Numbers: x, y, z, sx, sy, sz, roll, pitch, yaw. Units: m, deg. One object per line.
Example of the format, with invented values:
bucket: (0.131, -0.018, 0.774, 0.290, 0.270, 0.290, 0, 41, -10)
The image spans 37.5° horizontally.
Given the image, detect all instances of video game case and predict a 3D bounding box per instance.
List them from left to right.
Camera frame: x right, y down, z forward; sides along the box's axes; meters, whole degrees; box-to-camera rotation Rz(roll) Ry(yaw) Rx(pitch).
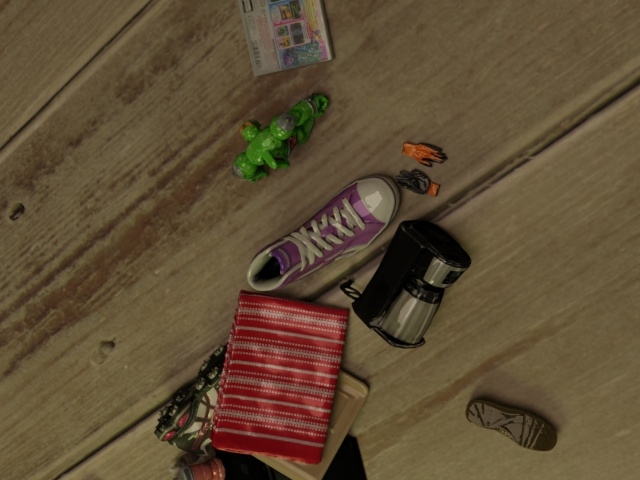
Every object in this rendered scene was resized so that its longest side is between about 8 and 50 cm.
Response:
video game case: (-0.059, -0.359, 1.540, 0.143, 0.019, 0.157, -8, 99, 23)

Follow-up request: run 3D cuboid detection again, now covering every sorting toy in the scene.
sorting toy: (-0.042, 0.302, 1.661, 0.193, 0.038, 0.208, 28, 87, 14)

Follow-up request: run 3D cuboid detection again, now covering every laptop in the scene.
laptop: (-0.044, 0.480, 1.749, 0.264, 0.137, 0.234, -5, 102, 49)

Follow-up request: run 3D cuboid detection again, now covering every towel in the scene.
towel: (-0.071, 0.236, 1.615, 0.199, 0.031, 0.274, 11, 88, 0)

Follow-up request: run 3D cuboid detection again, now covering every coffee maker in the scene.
coffee maker: (0.131, 0.057, 1.512, 0.171, 0.120, 0.178, 32, 112, 12)

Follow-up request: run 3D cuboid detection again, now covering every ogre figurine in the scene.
ogre figurine: (-0.075, -0.161, 1.541, 0.197, 0.118, 0.096, -22, 94, 24)

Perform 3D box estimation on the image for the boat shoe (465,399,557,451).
boat shoe: (0.313, 0.299, 1.547, 0.153, 0.048, 0.056, 17, 97, 10)

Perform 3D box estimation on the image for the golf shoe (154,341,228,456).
golf shoe: (-0.185, 0.285, 1.724, 0.120, 0.105, 0.273, 36, 116, -15)

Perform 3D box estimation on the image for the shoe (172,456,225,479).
shoe: (-0.228, 0.459, 1.780, 0.178, 0.081, 0.063, 116, 138, -58)

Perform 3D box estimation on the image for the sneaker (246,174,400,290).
sneaker: (0.000, 0.001, 1.529, 0.282, 0.161, 0.102, -38, 86, 24)

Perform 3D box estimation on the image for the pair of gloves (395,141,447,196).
pair of gloves: (0.162, -0.115, 1.516, 0.074, 0.010, 0.083, 17, 112, 16)
